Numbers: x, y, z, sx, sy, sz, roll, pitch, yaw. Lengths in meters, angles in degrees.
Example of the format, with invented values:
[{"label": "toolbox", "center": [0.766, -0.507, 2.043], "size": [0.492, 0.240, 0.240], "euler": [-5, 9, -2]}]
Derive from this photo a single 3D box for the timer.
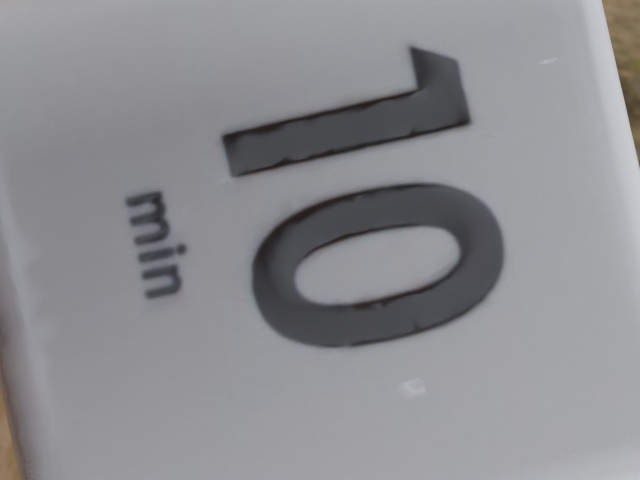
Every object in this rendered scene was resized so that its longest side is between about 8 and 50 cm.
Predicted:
[{"label": "timer", "center": [0.000, 0.000, 0.527], "size": [0.194, 0.195, 0.192], "euler": [24, 54, -87]}]
